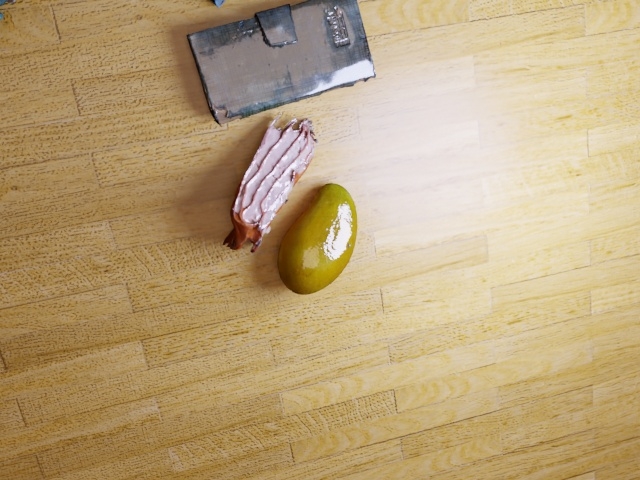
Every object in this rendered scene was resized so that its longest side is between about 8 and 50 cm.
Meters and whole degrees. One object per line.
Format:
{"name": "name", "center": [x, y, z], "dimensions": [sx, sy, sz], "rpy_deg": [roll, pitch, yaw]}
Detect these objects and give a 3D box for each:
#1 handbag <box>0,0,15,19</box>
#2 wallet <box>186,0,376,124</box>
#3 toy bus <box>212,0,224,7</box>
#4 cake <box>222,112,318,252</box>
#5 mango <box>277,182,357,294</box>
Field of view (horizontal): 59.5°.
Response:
{"name": "handbag", "center": [-0.572, -0.474, 0.843], "dimensions": [0.274, 0.100, 0.269], "rpy_deg": [40, 89, -19]}
{"name": "wallet", "center": [-0.064, -0.332, 1.013], "dimensions": [0.317, 0.044, 0.169], "rpy_deg": [-18, 106, -8]}
{"name": "toy bus", "center": [-0.131, -0.517, 0.915], "dimensions": [0.134, 0.113, 0.246], "rpy_deg": [38, 96, -12]}
{"name": "cake", "center": [-0.092, -0.106, 1.036], "dimensions": [0.098, 0.135, 0.287], "rpy_deg": [26, 89, -3]}
{"name": "mango", "center": [0.000, 0.000, 1.089], "dimensions": [0.136, 0.099, 0.227], "rpy_deg": [25, 89, -10]}
